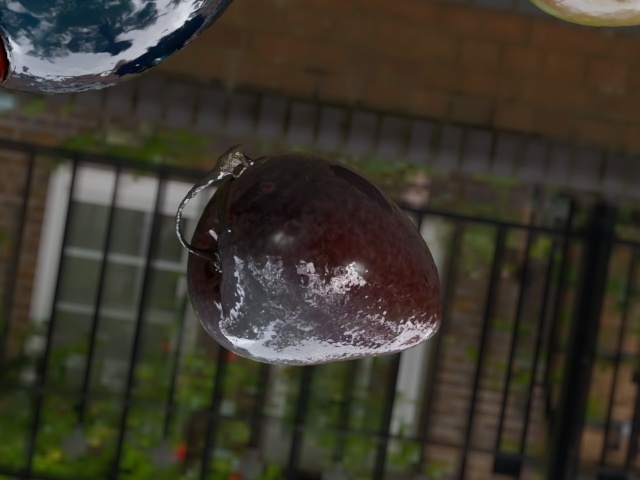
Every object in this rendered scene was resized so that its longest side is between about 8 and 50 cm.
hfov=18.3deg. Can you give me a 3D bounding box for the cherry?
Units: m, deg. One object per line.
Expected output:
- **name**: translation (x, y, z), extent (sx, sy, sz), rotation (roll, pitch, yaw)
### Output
- **cherry**: translation (0.005, 0.005, 1.037), extent (0.148, 0.115, 0.188), rotation (42, 149, -2)

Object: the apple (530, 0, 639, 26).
- **apple**: translation (0.214, -0.270, 1.325), extent (0.261, 0.260, 0.194), rotation (9, 165, 9)

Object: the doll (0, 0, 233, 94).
- **doll**: translation (-0.147, -0.137, 0.888), extent (0.186, 0.322, 0.198), rotation (51, 168, -17)
